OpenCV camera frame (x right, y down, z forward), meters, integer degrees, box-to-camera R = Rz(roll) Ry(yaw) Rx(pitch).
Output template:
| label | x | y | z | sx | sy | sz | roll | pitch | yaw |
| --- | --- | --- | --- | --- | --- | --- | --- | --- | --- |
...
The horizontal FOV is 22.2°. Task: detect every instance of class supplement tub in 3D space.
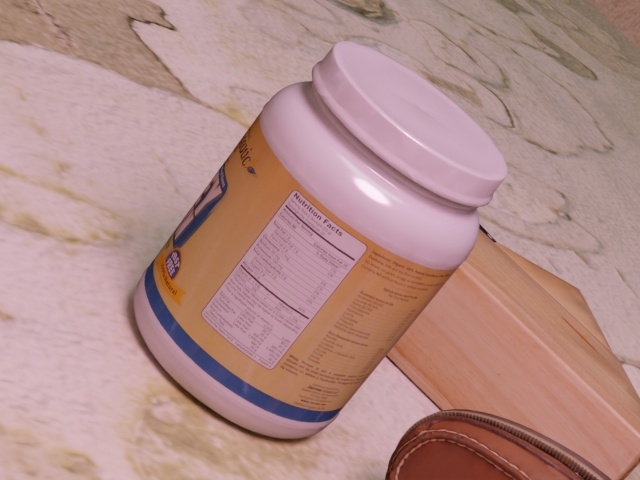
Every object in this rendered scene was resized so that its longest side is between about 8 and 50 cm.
| label | x | y | z | sx | sy | sz | roll | pitch | yaw |
| --- | --- | --- | --- | --- | --- | --- | --- | --- | --- |
| supplement tub | 0.000 | 0.000 | 0.941 | 0.144 | 0.199 | 0.144 | 32 | 21 | -14 |

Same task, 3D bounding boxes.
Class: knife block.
| label | x | y | z | sx | sy | sz | roll | pitch | yaw |
| --- | --- | --- | --- | --- | --- | --- | --- | --- | --- |
| knife block | 0.087 | 0.051 | 1.139 | 0.242 | 0.088 | 0.275 | 27 | 23 | -25 |

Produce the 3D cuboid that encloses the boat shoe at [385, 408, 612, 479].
| label | x | y | z | sx | sy | sz | roll | pitch | yaw |
| --- | --- | --- | --- | --- | --- | --- | --- | --- | --- |
| boat shoe | 0.140 | 0.209 | 0.852 | 0.307 | 0.110 | 0.104 | 45 | 21 | 20 |
